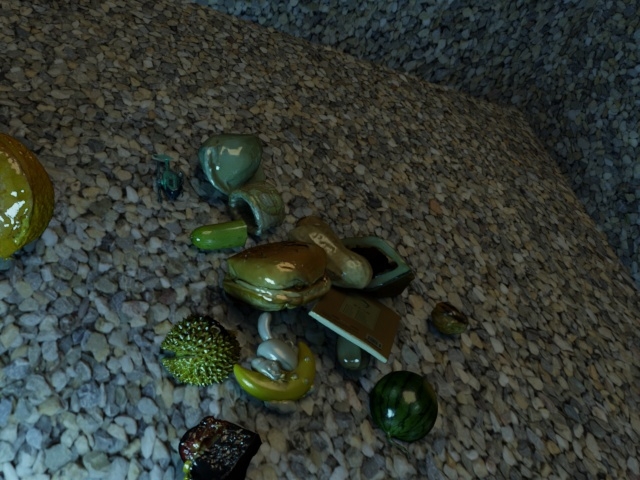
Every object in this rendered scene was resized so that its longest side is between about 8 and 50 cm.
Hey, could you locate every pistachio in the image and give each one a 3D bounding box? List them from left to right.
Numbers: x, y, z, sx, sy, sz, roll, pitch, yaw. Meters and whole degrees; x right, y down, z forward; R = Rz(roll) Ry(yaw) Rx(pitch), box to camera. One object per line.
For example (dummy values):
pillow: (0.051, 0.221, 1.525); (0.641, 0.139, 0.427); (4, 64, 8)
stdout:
pistachio: (0.095, 0.328, 1.866); (0.113, 0.113, 0.149); (11, 41, -23)

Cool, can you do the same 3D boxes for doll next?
doll: (-0.118, 0.347, 1.710); (0.252, 0.111, 0.237); (37, 50, 3)

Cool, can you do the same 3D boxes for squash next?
squash: (-0.337, -0.014, 2.004); (0.188, 0.095, 0.095); (-8, 51, -33)

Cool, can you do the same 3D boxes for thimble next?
thimble: (-0.215, -0.111, 2.149); (0.144, 0.137, 0.190); (-24, 72, -46)

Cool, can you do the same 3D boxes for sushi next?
sushi: (-0.248, 0.496, 1.431); (0.151, 0.153, 0.172); (21, 57, 18)

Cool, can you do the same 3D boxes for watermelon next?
watermelon: (0.253, 0.470, 1.792); (0.204, 0.127, 0.232); (41, 44, 10)

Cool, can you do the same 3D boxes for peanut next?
peanut: (0.031, 0.053, 2.030); (0.313, 0.149, 0.149); (38, 38, 20)

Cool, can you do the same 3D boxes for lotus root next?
lotus root: (0.000, 0.000, 2.180); (0.125, 0.118, 0.221); (-31, 68, -33)

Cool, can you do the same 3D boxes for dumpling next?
dumpling: (-0.310, -0.291, 2.237); (0.321, 0.211, 0.270); (-25, 65, -35)

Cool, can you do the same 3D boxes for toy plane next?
toy plane: (-0.525, -0.218, 2.143); (0.096, 0.060, 0.235); (-3, 50, -17)

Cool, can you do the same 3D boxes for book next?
book: (0.119, 0.236, 1.942); (0.269, 0.032, 0.389); (32, 17, 5)

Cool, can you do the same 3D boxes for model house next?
model house: (0.197, 0.090, 2.155); (0.268, 0.173, 0.239); (49, 7, 25)

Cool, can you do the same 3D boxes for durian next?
durian: (-0.297, 0.272, 1.656); (0.193, 0.137, 0.237); (42, 38, 15)

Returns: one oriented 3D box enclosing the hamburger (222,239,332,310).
hamburger: (-0.134, 0.099, 1.875); (0.284, 0.174, 0.305); (6, 13, 35)

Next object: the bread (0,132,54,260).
bread: (-0.882, -0.127, 1.616); (0.358, 0.336, 0.204); (35, 14, 4)

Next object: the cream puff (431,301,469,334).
cream puff: (0.446, 0.276, 2.153); (0.133, 0.104, 0.119); (35, 5, -4)
